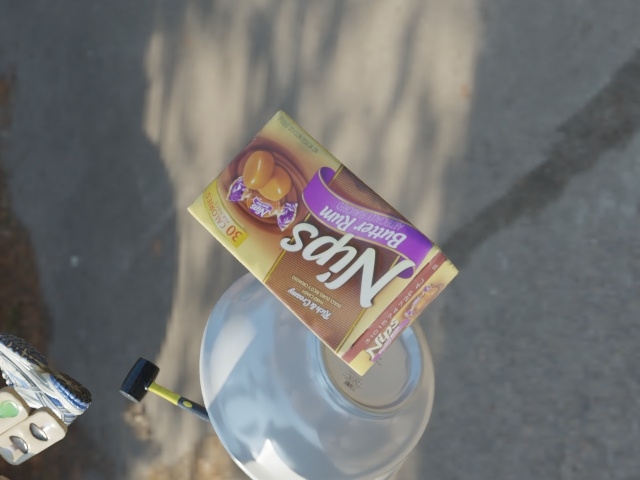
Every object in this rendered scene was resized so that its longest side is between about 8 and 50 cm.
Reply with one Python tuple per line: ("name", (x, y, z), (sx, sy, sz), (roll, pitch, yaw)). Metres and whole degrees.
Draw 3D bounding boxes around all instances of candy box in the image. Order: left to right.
("candy box", (0.000, 0.000, 1.246), (0.109, 0.053, 0.187), (-46, 59, 0))

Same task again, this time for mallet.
("mallet", (-0.208, 0.231, 2.337), (0.190, 0.039, 0.062), (31, 79, 36))

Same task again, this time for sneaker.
("sneaker", (-0.299, 0.144, 1.675), (0.135, 0.052, 0.058), (37, 98, 17))

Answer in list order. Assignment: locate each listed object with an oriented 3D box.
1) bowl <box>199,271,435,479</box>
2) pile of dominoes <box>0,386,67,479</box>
("bowl", (0.023, 0.143, 1.875), (0.134, 0.298, 0.297), (-32, 62, 52))
("pile of dominoes", (-0.343, 0.154, 1.265), (0.196, 0.251, 0.040), (-53, 13, 26))
